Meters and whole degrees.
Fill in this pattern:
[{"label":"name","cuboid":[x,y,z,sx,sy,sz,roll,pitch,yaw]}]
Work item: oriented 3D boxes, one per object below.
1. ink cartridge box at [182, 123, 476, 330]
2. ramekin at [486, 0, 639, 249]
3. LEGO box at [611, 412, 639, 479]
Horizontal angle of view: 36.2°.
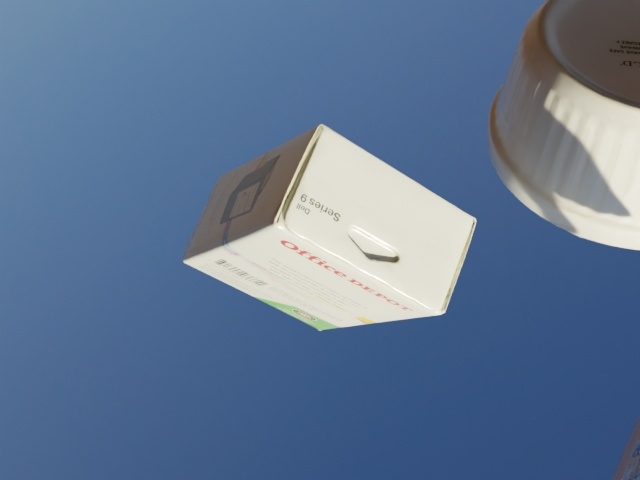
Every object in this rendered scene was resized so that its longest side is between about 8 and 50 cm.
[{"label":"ink cartridge box","cuboid":[0.000,0.000,0.806,0.212,0.154,0.093,-15,-130,64]},{"label":"ramekin","cuboid":[0.290,-0.130,0.872,0.273,0.127,0.273,0,-133,0]},{"label":"LEGO box","cuboid":[0.482,0.225,1.021,0.193,0.500,0.372,28,-112,8]}]
